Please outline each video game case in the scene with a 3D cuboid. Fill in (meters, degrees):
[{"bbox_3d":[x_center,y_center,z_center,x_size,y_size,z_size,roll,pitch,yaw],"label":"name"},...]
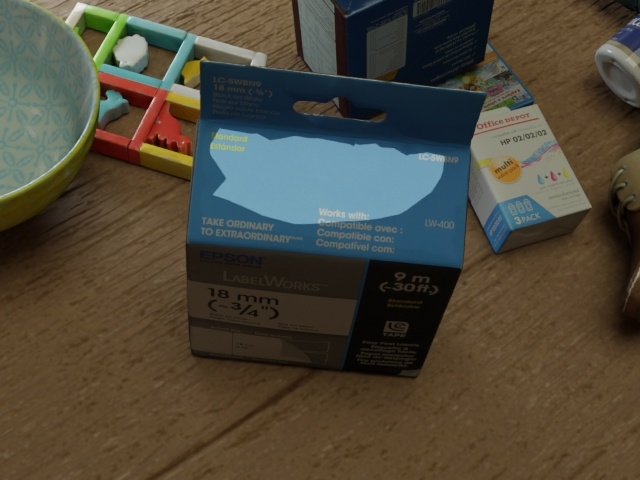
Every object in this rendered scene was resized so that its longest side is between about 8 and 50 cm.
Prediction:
[{"bbox_3d":[0.174,-0.212,1.252,0.119,0.015,0.166,-22,62,-19],"label":"video game case"}]

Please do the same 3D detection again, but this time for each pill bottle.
[{"bbox_3d":[0.430,-0.249,1.224,0.169,0.094,0.094,-39,67,-2],"label":"pill bottle"}]

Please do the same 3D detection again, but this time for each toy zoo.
[{"bbox_3d":[-0.188,-0.171,1.177,0.293,0.030,0.192,17,58,5],"label":"toy zoo"}]

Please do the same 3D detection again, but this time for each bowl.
[{"bbox_3d":[-0.369,-0.104,1.041,0.289,0.156,0.290,3,57,-4],"label":"bowl"}]

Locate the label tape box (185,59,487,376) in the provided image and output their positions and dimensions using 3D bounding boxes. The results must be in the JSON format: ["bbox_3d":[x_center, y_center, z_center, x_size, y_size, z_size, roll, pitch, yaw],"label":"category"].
[{"bbox_3d":[0.000,0.000,0.909,0.240,0.334,0.106,6,57,-2],"label":"label tape box"}]

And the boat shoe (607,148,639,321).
[{"bbox_3d":[0.376,-0.043,1.115,0.116,0.123,0.324,20,51,15],"label":"boat shoe"}]

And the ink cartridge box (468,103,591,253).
[{"bbox_3d":[0.216,-0.087,1.141,0.104,0.062,0.181,-15,66,-16],"label":"ink cartridge box"}]

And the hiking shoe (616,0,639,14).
[{"bbox_3d":[0.490,-0.402,1.351,0.304,0.113,0.132,-34,55,-32],"label":"hiking shoe"}]

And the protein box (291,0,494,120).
[{"bbox_3d":[0.083,-0.275,1.156,0.199,0.201,0.136,-27,65,-11],"label":"protein box"}]
